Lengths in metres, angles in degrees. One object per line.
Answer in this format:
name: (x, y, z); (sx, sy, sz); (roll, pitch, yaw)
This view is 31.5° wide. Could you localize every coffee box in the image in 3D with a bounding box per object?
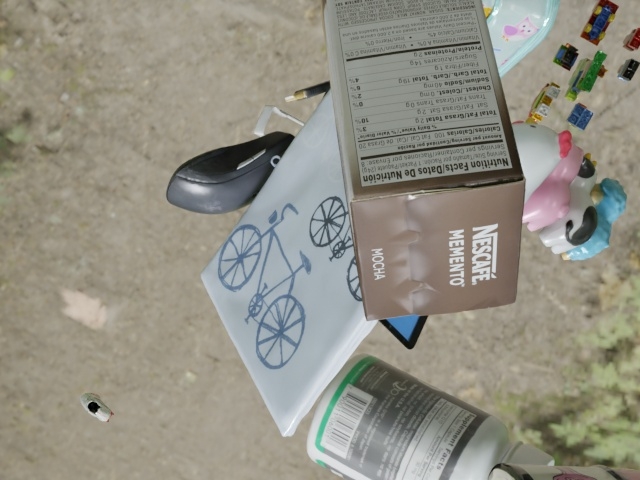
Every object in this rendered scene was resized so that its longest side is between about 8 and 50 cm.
coffee box: (0.068, -0.109, 0.866); (0.119, 0.297, 0.168); (-8, 148, 1)

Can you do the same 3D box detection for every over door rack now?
over door rack: (0.091, -0.193, 1.898); (0.239, 0.108, 0.324); (8, -179, 40)

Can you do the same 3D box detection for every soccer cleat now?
soccer cleat: (-0.352, 0.254, 1.754); (0.083, 0.029, 0.035); (29, 171, 46)

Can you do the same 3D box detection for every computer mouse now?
computer mouse: (-0.063, -0.111, 1.435); (0.060, 0.262, 0.184); (56, 146, 24)

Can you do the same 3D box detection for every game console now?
game console: (0.153, 0.083, 1.737); (0.124, 0.085, 0.144); (-25, 133, 24)

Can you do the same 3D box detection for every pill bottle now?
pill bottle: (0.176, 0.345, 1.831); (0.361, 0.204, 0.204); (26, 143, 21)

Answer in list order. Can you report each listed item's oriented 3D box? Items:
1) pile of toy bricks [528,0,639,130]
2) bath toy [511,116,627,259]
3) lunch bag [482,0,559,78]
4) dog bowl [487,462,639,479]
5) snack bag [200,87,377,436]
pile of toy bricks: (0.418, -0.266, 1.788); (0.118, 0.212, 0.105); (29, -177, -4)
bath toy: (0.330, -0.085, 1.589); (0.129, 0.151, 0.348); (-29, 153, 21)
lunch bag: (0.203, -0.346, 1.428); (0.108, 0.279, 0.224); (7, 157, -18)
dog bowl: (0.297, 0.415, 1.148); (0.150, 0.408, 0.408); (-12, 137, -5)
snack bag: (0.000, 0.000, 1.295); (0.037, 0.323, 0.342); (24, 109, -35)
